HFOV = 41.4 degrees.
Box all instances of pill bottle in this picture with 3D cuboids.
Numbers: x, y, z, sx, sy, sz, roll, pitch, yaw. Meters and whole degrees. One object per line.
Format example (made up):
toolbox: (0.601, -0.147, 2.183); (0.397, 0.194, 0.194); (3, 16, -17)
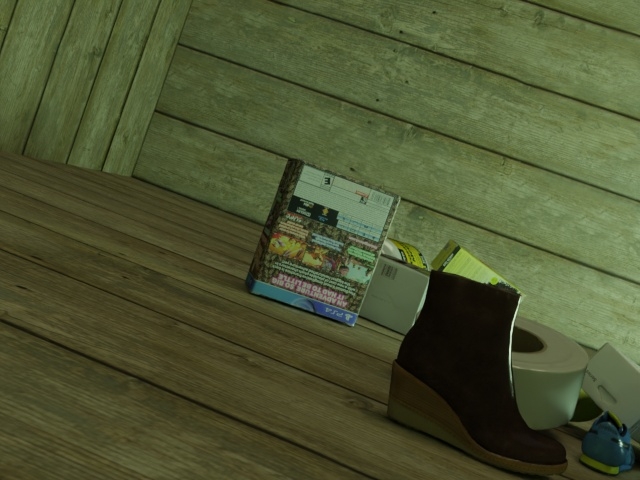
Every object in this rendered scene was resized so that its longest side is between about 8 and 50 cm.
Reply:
pill bottle: (0.165, 0.083, 2.353); (0.187, 0.188, 0.334); (21, 4, 27)

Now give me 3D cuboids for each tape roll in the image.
tape roll: (0.283, 0.197, 1.381); (0.286, 0.100, 0.286); (10, 14, -2)

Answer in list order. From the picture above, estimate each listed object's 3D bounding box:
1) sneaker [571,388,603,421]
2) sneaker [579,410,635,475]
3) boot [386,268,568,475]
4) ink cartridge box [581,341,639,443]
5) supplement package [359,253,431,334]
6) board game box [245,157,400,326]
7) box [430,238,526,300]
sneaker: (0.409, 0.286, 1.508); (0.208, 0.082, 0.094); (14, 11, -4)
sneaker: (0.453, 0.306, 1.306); (0.069, 0.082, 0.209); (19, 1, 28)
boot: (0.220, 0.167, 1.069); (0.248, 0.207, 0.090); (20, 3, 6)
ink cartridge box: (0.564, 0.289, 1.463); (0.219, 0.093, 0.160); (33, 13, -35)
supplement package: (0.180, 0.126, 2.042); (0.194, 0.149, 0.203); (22, 4, 23)
board game box: (0.000, 0.000, 1.790); (0.232, 0.291, 0.141); (20, 2, -11)
box: (0.388, 0.097, 2.082); (0.232, 0.087, 0.058); (33, 11, -16)
